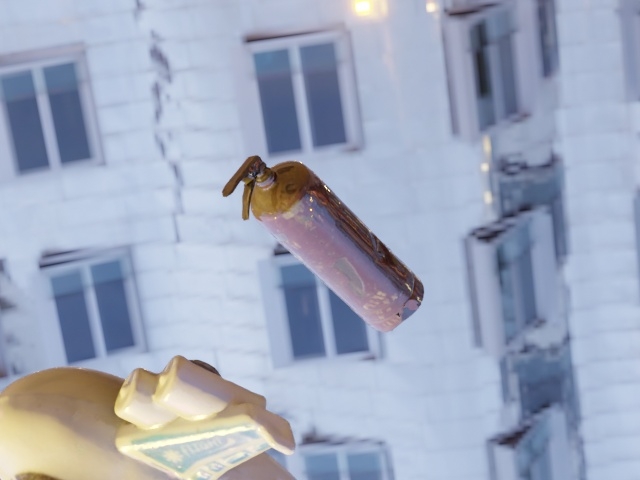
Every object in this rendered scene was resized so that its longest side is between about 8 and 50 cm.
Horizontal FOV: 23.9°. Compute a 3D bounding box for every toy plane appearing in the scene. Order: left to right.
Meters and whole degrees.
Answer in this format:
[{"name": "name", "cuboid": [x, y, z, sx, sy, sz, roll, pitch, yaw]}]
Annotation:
[{"name": "toy plane", "cuboid": [-0.098, 0.172, 0.988, 0.267, 0.266, 0.122, -2, -139, 17]}]

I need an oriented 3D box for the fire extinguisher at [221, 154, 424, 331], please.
[{"name": "fire extinguisher", "cuboid": [0.000, 0.000, 1.447, 0.072, 0.268, 0.089, -9, -128, 37]}]
